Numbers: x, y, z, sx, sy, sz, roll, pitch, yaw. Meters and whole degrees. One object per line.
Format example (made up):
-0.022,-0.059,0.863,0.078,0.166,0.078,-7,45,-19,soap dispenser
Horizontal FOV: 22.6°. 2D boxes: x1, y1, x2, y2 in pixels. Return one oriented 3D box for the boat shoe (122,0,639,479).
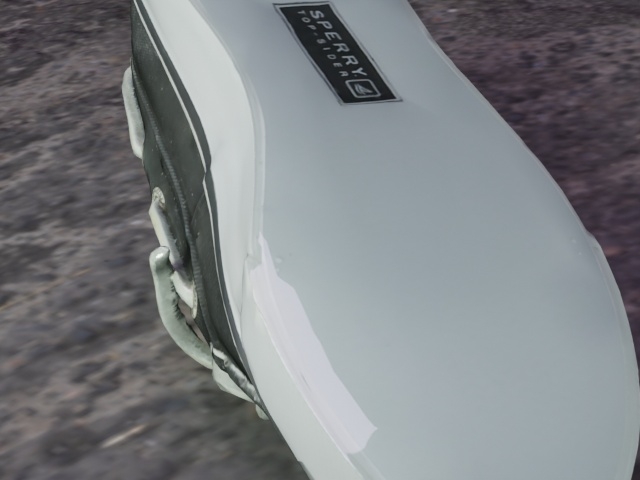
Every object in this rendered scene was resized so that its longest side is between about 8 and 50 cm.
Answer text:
-0.004,0.000,0.508,0.113,0.105,0.306,-7,45,-26,boat shoe
